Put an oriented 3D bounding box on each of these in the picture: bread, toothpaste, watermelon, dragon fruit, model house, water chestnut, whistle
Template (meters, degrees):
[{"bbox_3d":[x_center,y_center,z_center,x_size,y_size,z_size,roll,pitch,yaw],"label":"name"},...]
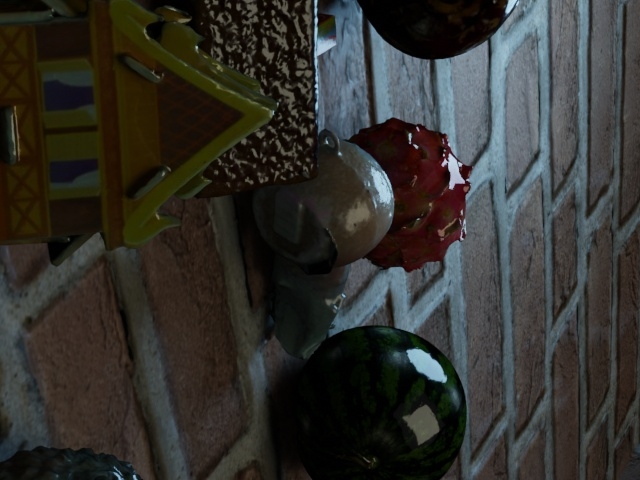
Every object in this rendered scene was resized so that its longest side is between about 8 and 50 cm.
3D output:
[{"bbox_3d":[-0.086,-0.260,1.592,0.165,0.113,0.417,-10,117,-23],"label":"bread"},{"bbox_3d":[-0.040,-0.233,1.779,0.193,0.070,0.044,-39,134,-48],"label":"toothpaste"},{"bbox_3d":[0.084,0.254,2.064,0.269,0.269,0.269,-36,133,-50],"label":"watermelon"},{"bbox_3d":[0.111,-0.051,2.015,0.210,0.205,0.268,-20,150,-22],"label":"dragon fruit"},{"bbox_3d":[-0.203,-0.176,1.184,0.312,0.242,0.358,-7,109,-14],"label":"model house"},{"bbox_3d":[0.167,-0.380,1.889,0.244,0.289,0.289,-17,121,-30],"label":"water chestnut"},{"bbox_3d":[0.000,0.000,1.873,0.189,0.189,0.348,-41,148,-47],"label":"whistle"}]

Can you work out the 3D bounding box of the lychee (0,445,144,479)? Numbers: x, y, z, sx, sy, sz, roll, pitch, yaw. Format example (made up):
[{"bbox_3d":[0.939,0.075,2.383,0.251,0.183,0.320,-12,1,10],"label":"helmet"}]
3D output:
[{"bbox_3d":[-0.271,0.344,1.468,0.255,0.255,0.274,-31,157,-53],"label":"lychee"}]
